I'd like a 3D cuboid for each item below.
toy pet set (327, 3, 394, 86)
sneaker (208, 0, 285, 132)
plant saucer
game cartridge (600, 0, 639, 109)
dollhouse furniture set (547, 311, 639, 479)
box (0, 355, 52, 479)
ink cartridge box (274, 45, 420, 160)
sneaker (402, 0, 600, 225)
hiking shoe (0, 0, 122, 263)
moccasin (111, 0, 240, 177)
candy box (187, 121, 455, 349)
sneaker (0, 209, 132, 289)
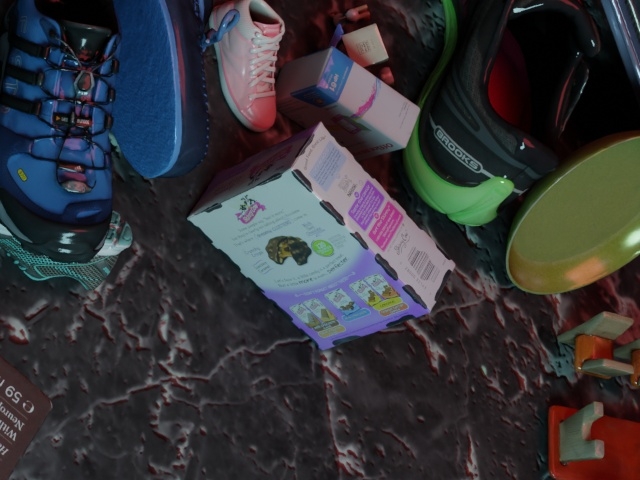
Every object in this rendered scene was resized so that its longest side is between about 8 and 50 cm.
[{"bbox_3d":[0.037,-0.182,1.871,0.065,0.114,0.122,-21,89,2],"label":"toy pet set"},{"bbox_3d":[-0.063,-0.177,1.771,0.051,0.070,0.134,-13,85,-44],"label":"sneaker"},{"bbox_3d":[0.296,-0.037,1.944,0.241,0.241,0.037,2,44,-40],"label":"plant saucer"},{"bbox_3d":[0.360,-0.244,2.062,0.230,0.068,0.355,-82,150,-75],"label":"game cartridge"},{"bbox_3d":[0.357,0.240,1.971,0.259,0.135,0.262,14,66,-24],"label":"dollhouse furniture set"},{"bbox_3d":[-0.344,0.163,1.348,0.168,0.167,0.203,43,52,-21],"label":"box"},{"bbox_3d":[0.025,-0.135,1.814,0.122,0.088,0.052,31,66,-28],"label":"ink cartridge box"},{"bbox_3d":[0.223,-0.244,1.946,0.185,0.202,0.482,24,61,-33],"label":"sneaker"},{"bbox_3d":[-0.224,-0.124,1.528,0.113,0.132,0.304,5,53,-23],"label":"hiking shoe"},{"bbox_3d":[-0.142,-0.226,1.677,0.117,0.138,0.341,0,76,-45],"label":"moccasin"},{"bbox_3d":[0.000,0.000,1.698,0.196,0.165,0.070,46,51,-19],"label":"candy box"},{"bbox_3d":[-0.251,0.002,1.556,0.167,0.076,0.065,16,33,-12],"label":"sneaker"}]
